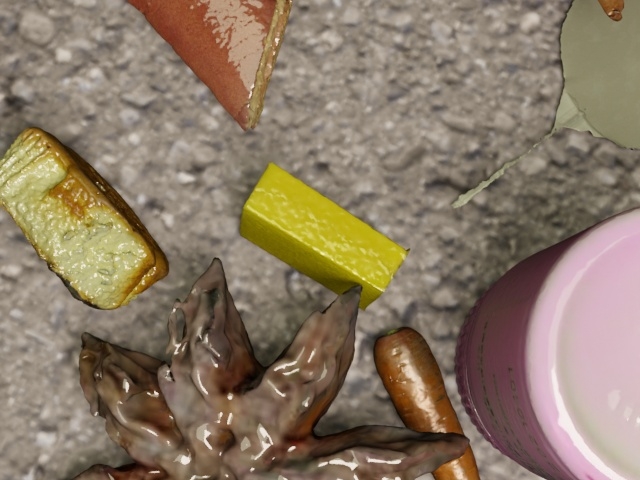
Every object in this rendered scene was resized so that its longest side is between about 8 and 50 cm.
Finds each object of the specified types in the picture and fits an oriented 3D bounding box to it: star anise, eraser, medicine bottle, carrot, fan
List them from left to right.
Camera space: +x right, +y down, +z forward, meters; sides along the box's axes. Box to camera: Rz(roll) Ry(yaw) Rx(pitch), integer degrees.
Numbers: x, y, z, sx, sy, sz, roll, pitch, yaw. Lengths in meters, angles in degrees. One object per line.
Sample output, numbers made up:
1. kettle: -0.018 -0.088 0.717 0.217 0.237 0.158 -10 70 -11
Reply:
1. star anise: -0.058 0.173 0.751 0.332 0.117 0.331 1 92 16
2. eraser: 0.000 0.000 0.802 0.122 0.097 0.045 31 75 2
3. carrot: 0.092 0.157 0.814 0.047 0.047 0.191 -23 87 -5
4. fan: 0.230 -0.115 0.870 0.310 0.010 0.182 -34 84 -9
5. medicine bottle: 0.194 0.082 0.700 0.178 0.290 0.178 0 82 -2

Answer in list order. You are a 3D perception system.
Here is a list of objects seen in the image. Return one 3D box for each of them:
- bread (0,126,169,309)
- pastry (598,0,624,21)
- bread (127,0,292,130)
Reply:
1. bread: -0.183 -0.014 0.782 0.069 0.128 0.140 -39 83 -2
2. pastry: 0.273 -0.351 0.771 0.405 0.292 0.337 -16 93 -14
3. bread: -0.082 -0.194 0.842 0.119 0.067 0.192 -43 86 -7
